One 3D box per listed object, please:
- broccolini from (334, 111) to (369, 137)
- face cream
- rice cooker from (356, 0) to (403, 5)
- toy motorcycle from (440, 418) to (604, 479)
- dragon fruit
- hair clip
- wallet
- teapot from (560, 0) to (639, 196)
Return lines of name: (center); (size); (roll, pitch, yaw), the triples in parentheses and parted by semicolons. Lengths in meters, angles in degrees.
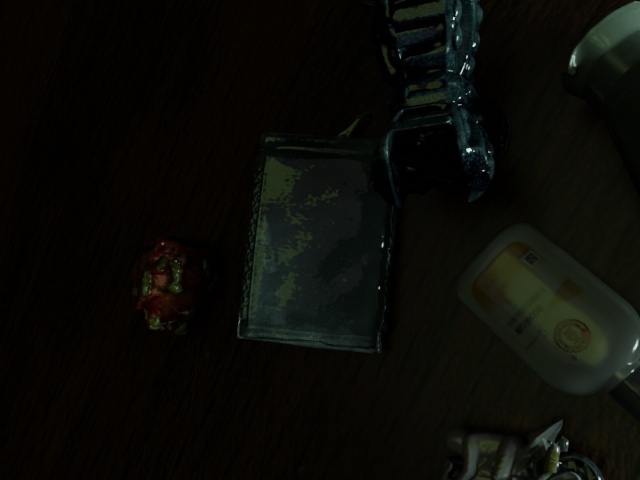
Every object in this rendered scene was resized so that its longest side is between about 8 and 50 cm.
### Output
broccolini: (0.014, -0.146, 0.911); (0.201, 0.058, 0.074); (-37, 77, 6)
face cream: (0.309, 0.112, 0.645); (0.144, 0.071, 0.291); (-50, 60, 17)
rice cooker: (0.098, -0.506, 0.795); (0.242, 0.227, 0.280); (-16, 72, 29)
toy motorcycle: (0.228, 0.302, 0.666); (0.225, 0.073, 0.152); (-41, 60, 22)
dragon fruit: (-0.280, 0.086, 1.001); (0.167, 0.160, 0.171); (18, 95, 2)
hair clip: (0.156, -0.183, 0.704); (0.195, 0.206, 0.309); (-2, 72, 18)
wallet: (0.000, 0.000, 0.840); (0.238, 0.075, 0.341); (4, 82, 9)
teapot: (0.409, -0.155, 0.584); (0.203, 0.171, 0.225); (-21, 60, -5)
